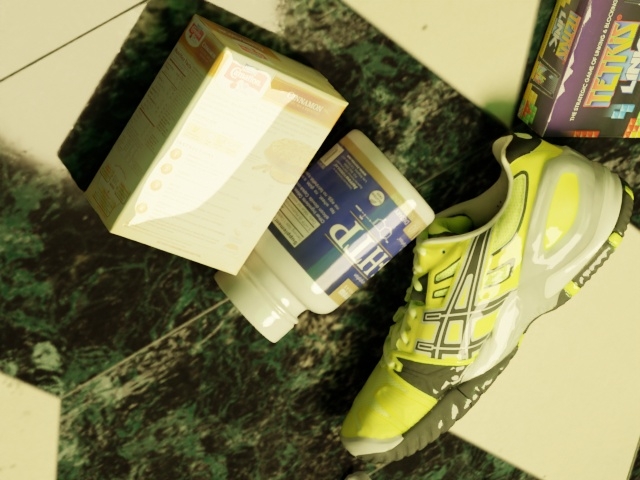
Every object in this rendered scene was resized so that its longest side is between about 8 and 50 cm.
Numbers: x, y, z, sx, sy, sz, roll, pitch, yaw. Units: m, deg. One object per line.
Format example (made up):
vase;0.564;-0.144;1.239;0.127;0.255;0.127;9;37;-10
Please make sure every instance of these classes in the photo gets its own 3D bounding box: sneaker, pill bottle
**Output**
sneaker;0.133;0.054;1.621;0.147;0.145;0.384;36;105;-12
pill bottle;0.000;0.000;1.486;0.187;0.112;0.112;-42;134;2

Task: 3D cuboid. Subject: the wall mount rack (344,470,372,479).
wall mount rack;0.077;0.406;1.834;0.350;0.130;0.304;11;112;-37

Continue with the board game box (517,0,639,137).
board game box;0.279;-0.181;1.573;0.141;0.048;0.170;-3;124;-32

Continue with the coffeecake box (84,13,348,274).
coffeecake box;-0.088;-0.078;1.401;0.142;0.068;0.185;21;110;-40
